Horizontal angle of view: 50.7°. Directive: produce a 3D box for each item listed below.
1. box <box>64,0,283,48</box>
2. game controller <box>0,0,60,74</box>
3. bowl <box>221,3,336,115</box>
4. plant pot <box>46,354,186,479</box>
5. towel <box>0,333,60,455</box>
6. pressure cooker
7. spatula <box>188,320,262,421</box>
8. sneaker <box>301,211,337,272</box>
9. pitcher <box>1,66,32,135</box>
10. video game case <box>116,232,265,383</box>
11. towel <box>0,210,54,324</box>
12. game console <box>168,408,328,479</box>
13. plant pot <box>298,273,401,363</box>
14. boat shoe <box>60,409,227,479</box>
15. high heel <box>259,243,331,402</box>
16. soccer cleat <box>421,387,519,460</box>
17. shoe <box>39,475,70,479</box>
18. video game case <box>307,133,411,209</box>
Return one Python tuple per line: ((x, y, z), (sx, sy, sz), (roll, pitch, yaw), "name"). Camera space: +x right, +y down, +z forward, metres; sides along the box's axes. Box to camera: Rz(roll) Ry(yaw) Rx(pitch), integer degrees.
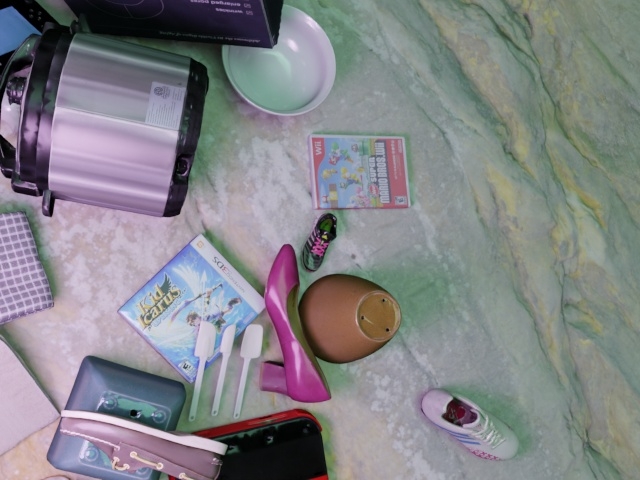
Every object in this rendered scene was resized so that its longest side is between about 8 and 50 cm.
((-0.335, -0.660, 1.438), (0.479, 0.472, 0.298), (6, 78, 4), "box")
((-0.712, -0.449, 1.489), (0.166, 0.067, 0.319), (38, 42, 0), "game controller")
((-0.119, -0.446, 1.741), (0.297, 0.134, 0.298), (3, 82, -19), "bowl")
((-0.427, 0.400, 1.446), (0.247, 0.252, 0.248), (21, 75, -16), "plant pot")
((-0.696, 0.325, 1.411), (0.187, 0.049, 0.282), (-32, 124, -20), "towel")
((-0.474, -0.259, 1.448), (0.420, 0.376, 0.370), (9, 38, -16), "pressure cooker")
((-0.228, 0.314, 1.610), (0.168, 0.019, 0.242), (8, 93, -36), "spatula")
((0.000, 0.000, 1.753), (0.063, 0.075, 0.170), (24, 75, -15), "sneaker")
((-0.753, -0.352, 1.503), (0.207, 0.125, 0.178), (20, 77, -26), "pitcher")
((-0.304, 0.161, 1.627), (0.244, 0.061, 0.269), (47, 70, -8), "video game case")
((-0.730, 0.075, 1.414), (0.283, 0.121, 0.235), (-18, 90, -41), "towel")
((-0.160, 0.607, 1.627), (0.386, 0.060, 0.342), (-8, 91, -20), "game console")
((0.091, 0.192, 1.665), (0.237, 0.254, 0.237), (2, 83, -20), "plant pot")
((-0.340, 0.397, 1.284), (0.324, 0.116, 0.097), (21, 72, -22), "boat shoe")
((-0.041, 0.201, 1.647), (0.181, 0.127, 0.377), (5, 95, 17), "high heel")
((0.418, 0.503, 1.799), (0.331, 0.143, 0.116), (31, 73, -14), "soccer cleat")
((-0.640, 0.579, 1.445), (0.219, 0.058, 0.077), (-25, 92, -21), "shoe")
((0.108, -0.187, 1.847), (0.285, 0.025, 0.204), (-2, 83, -20), "video game case")
